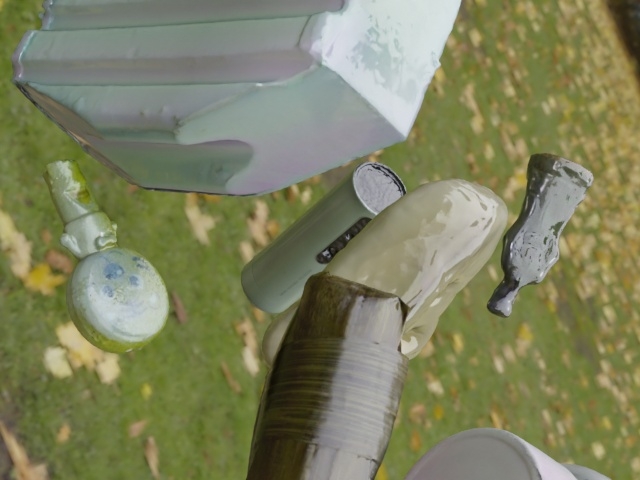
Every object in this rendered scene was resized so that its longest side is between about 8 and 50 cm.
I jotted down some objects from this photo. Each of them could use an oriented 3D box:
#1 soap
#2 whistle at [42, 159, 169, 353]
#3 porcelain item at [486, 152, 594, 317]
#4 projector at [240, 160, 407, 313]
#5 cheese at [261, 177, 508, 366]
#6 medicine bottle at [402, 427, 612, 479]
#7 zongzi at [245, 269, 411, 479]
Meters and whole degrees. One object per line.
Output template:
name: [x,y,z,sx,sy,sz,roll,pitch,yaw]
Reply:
soap: [-0.107,-0.184,1.271,0.156,0.446,0.261,42,63,-44]
whistle: [-0.218,0.017,1.229,0.104,0.057,0.198,-21,82,-49]
porcelain item: [0.273,0.000,1.628,0.081,0.215,0.069,25,-3,-23]
projector: [0.000,0.000,2.062,0.108,0.337,0.108,21,50,-27]
cheese: [0.103,0.056,1.596,0.129,0.328,0.351,49,9,14]
medicine bottle: [0.246,0.366,1.397,0.325,0.256,0.256,37,28,-32]
zongzi: [-0.006,0.178,1.065,0.241,0.111,0.247,100,7,-67]
